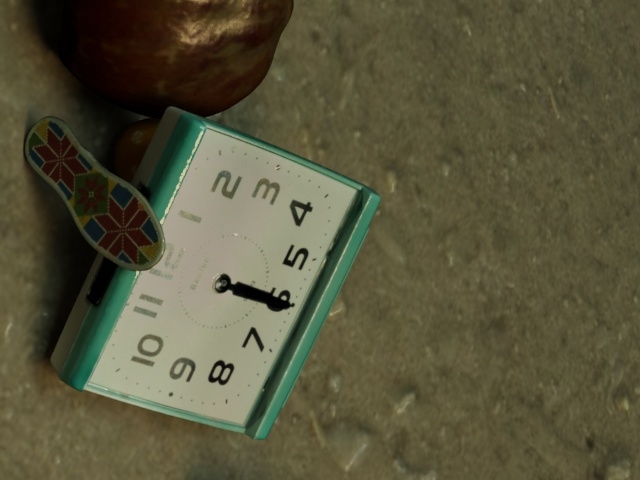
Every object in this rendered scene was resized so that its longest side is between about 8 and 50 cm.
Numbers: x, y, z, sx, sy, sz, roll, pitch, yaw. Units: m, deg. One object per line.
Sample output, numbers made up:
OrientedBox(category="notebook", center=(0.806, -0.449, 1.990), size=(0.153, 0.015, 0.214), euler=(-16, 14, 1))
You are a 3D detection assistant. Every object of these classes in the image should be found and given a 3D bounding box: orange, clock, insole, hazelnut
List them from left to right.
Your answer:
OrientedBox(category="insole", center=(-0.197, -0.041, 1.413), size=(0.065, 0.193, 0.006), euler=(-52, 151, 13))
OrientedBox(category="orange", center=(-0.153, -0.075, 1.522), size=(0.083, 0.070, 0.083), euler=(6, 82, -49))
OrientedBox(category="hazelnut", center=(-0.127, -0.229, 1.470), size=(0.218, 0.218, 0.234), euler=(-23, 132, -44))
OrientedBox(category="clock", center=(-0.102, 0.027, 1.493), size=(0.231, 0.116, 0.262), euler=(20, 98, -37))
